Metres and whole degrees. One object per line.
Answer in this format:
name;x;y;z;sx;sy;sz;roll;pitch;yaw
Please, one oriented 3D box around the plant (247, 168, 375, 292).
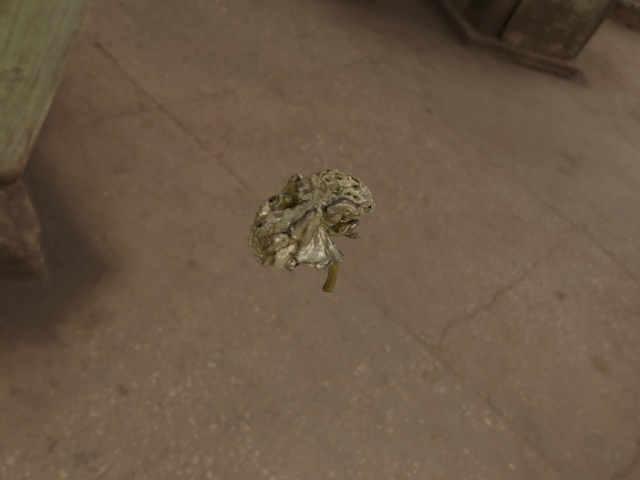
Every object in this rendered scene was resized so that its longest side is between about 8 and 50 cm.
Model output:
plant;0.000;0.000;0.861;0.122;0.117;0.104;61;40;-24
